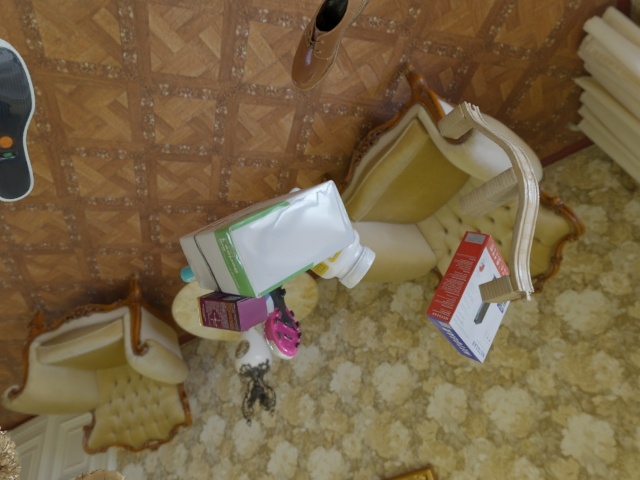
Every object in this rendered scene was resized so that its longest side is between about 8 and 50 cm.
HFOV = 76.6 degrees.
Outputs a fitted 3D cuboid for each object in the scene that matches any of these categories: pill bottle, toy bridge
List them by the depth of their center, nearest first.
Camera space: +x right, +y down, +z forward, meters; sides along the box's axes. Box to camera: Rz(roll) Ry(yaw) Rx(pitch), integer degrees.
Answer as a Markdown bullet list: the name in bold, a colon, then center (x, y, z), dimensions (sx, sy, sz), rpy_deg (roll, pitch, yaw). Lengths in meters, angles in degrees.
- **toy bridge**: center (0.148, -0.040, 0.343), dimensions (0.026, 0.188, 0.063), rpy_deg (8, 153, -29)
- **pill bottle**: center (0.000, 0.000, 1.286), dimensions (0.333, 0.188, 0.188), rpy_deg (36, 130, -4)

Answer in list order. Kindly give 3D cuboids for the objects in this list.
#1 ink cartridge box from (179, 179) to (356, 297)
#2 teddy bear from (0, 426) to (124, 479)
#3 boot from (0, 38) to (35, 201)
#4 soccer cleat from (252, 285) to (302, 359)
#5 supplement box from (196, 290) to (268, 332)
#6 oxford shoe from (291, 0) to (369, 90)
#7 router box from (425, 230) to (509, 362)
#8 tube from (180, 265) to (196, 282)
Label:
- **ink cartridge box**: center (-0.085, 0.000, 0.570), dimensions (0.160, 0.093, 0.219), rpy_deg (-29, -167, -32)
- **teddy bear**: center (-0.346, 0.299, 0.344), dimensions (0.337, 0.245, 0.113), rpy_deg (-8, 139, -37)
- **boot**: center (-0.544, -0.205, 0.640), dimensions (0.088, 0.176, 0.245), rpy_deg (-28, 140, -57)
- **soccer cleat**: center (-0.151, 0.240, 1.196), dimensions (0.116, 0.331, 0.143), rpy_deg (34, 108, -33)
- **supplement box**: center (-0.122, 0.094, 0.560), dimensions (0.083, 0.043, 0.055), rpy_deg (-1, -172, 36)
- **oxford shoe**: center (-0.003, -0.340, 0.680), dimensions (0.076, 0.076, 0.212), rpy_deg (40, 135, 0)
- **router box**: center (0.490, 0.186, 1.285), dimensions (0.082, 0.301, 0.335), rpy_deg (15, 159, 45)
- **tube**: center (-0.347, 0.084, 1.270), dimensions (0.206, 0.052, 0.080), rpy_deg (-18, -170, 26)
